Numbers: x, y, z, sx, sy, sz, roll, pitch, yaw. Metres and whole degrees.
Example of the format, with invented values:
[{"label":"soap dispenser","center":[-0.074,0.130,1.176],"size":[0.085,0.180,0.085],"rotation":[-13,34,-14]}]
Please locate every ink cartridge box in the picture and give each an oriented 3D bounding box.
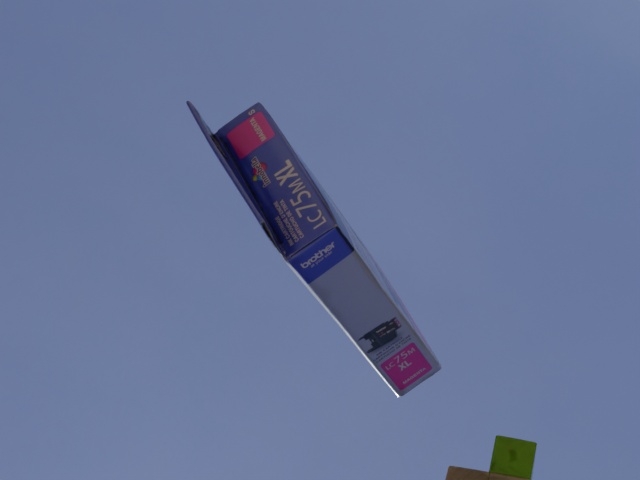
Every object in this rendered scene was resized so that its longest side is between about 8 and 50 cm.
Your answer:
[{"label":"ink cartridge box","center":[0.000,0.000,1.108],"size":[0.311,0.065,0.186],"rotation":[49,-173,-47]}]

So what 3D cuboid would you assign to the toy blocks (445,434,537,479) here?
[{"label":"toy blocks","center":[0.171,0.453,1.374],"size":[0.190,0.261,0.381],"rotation":[8,-126,13]}]
